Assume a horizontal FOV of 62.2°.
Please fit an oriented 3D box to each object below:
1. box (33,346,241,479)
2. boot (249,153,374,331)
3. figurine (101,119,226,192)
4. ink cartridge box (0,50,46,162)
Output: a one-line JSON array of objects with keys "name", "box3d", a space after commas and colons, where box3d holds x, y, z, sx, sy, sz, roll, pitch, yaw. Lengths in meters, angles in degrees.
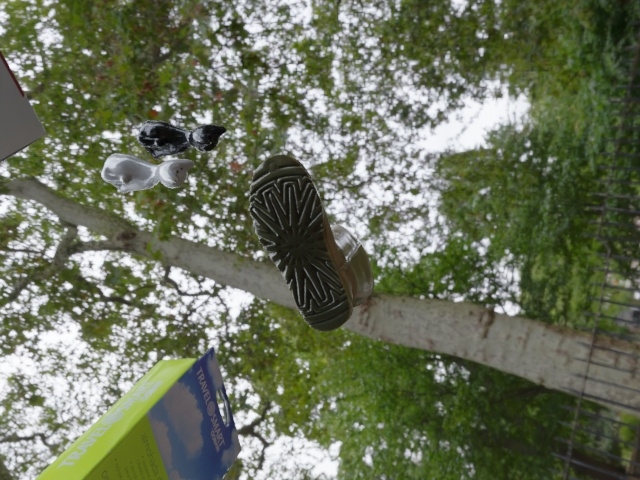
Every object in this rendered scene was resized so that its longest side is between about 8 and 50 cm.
[{"name": "box", "box3d": [-0.120, 0.164, 0.373, 0.178, 0.043, 0.108, -48, -51, -65]}, {"name": "boot", "box3d": [0.000, 0.000, 0.763, 0.269, 0.089, 0.236, -24, -83, -77]}, {"name": "figurine", "box3d": [-0.335, -0.185, 1.160, 0.214, 0.210, 0.092, -62, -37, -39]}, {"name": "ink cartridge box", "box3d": [-0.418, -0.186, 0.608, 0.072, 0.175, 0.127, -44, -29, -27]}]
